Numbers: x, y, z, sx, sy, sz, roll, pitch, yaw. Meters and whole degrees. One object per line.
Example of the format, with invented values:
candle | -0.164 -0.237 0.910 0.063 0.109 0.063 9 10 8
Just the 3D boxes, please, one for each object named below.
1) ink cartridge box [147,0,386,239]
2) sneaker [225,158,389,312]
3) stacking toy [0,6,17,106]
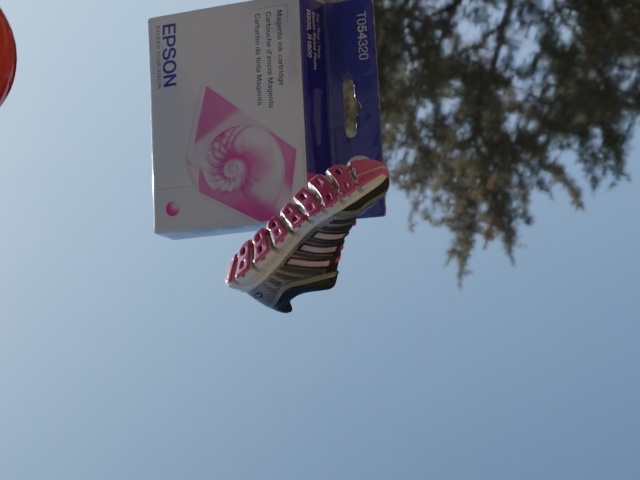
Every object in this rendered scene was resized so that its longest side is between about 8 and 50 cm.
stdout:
ink cartridge box | -0.082 -0.178 1.390 0.330 0.324 0.071 -6 171 19
sneaker | 0.000 0.000 0.860 0.075 0.170 0.063 46 -174 -28
stacking toy | -0.316 -0.081 0.563 0.330 0.141 0.141 -5 -155 23
